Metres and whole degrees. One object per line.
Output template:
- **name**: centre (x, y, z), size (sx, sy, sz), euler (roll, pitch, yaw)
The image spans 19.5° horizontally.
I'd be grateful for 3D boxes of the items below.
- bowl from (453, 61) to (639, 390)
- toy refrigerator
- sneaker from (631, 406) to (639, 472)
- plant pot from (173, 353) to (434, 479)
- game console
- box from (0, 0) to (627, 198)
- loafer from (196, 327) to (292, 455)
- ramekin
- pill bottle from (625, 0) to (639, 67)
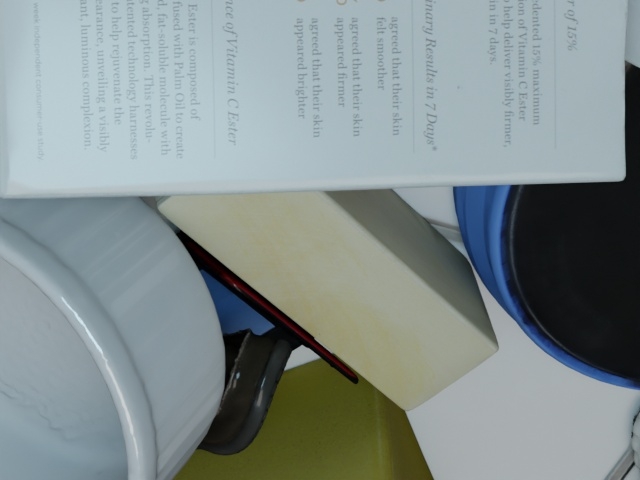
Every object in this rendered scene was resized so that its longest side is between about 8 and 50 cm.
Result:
- **bowl**: centre (0.291, -0.046, 1.317), size (0.391, 0.077, 0.391), euler (-6, 130, -7)
- **toy refrigerator**: centre (0.000, 0.000, 1.277), size (0.094, 0.102, 0.269), euler (-36, 128, 17)
- **sneaker**: centre (0.312, 0.240, 1.538), size (0.100, 0.108, 0.272), euler (-16, 132, -1)
- **plant pot**: centre (-0.011, 0.241, 1.417), size (0.212, 0.187, 0.212), euler (-20, 130, 4)
- **game console**: centre (-0.064, 0.066, 1.319), size (0.124, 0.085, 0.144), euler (-32, 128, 23)
- **box**: centre (-0.015, -0.138, 1.062), size (0.345, 0.168, 0.215), euler (-2, 95, -10)
- **loafer**: centre (-0.092, 0.104, 1.305), size (0.078, 0.080, 0.220), euler (29, 155, -17)
- **ramekin**: centre (-0.195, 0.074, 1.201), size (0.277, 0.135, 0.277), euler (15, 123, 25)
- **pill bottle**: centre (0.258, -0.250, 1.049), size (0.176, 0.176, 0.319), euler (7, 118, -17)
